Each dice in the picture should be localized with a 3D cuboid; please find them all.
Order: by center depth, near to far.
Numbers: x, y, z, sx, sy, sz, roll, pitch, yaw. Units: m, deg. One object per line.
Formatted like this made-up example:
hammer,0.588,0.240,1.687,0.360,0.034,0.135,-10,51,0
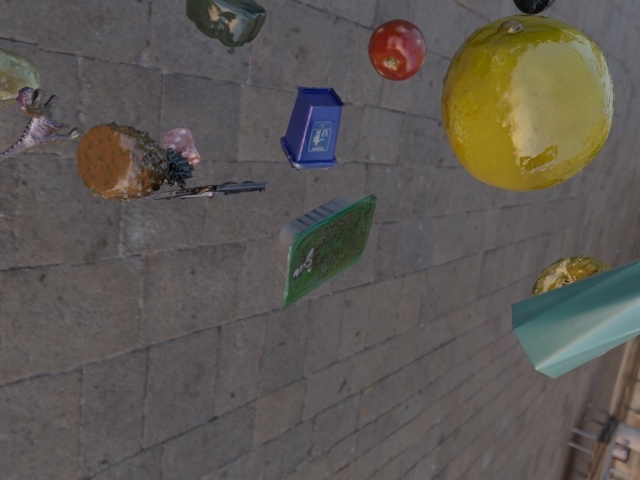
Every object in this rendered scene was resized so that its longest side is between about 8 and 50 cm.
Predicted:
dice,-0.407,-0.271,1.648,0.093,0.091,0.094,-20,161,-4

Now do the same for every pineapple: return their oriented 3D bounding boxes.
pineapple,-0.360,-0.158,1.151,0.278,0.157,0.158,-19,120,-74

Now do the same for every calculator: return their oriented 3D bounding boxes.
calculator,-0.230,-0.104,1.174,0.274,0.165,0.028,-23,108,-73

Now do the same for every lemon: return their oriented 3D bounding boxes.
lemon,0.397,-0.265,1.098,0.348,0.348,0.348,-25,122,-47

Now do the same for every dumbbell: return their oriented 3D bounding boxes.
dumbbell,0.482,-0.576,1.251,0.099,0.099,0.209,60,42,-46

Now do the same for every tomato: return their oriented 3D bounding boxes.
tomato,0.244,-0.606,1.780,0.195,0.195,0.136,57,45,-47

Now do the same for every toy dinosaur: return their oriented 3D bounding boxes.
toy dinosaur,-0.655,-0.234,1.251,0.251,0.072,0.200,-36,173,19

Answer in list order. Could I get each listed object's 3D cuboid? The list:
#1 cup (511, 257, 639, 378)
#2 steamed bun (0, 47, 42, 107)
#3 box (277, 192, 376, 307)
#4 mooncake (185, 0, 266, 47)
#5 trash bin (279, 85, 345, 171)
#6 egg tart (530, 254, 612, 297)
cup,0.463,0.121,0.956,0.148,0.235,0.134,59,29,10
steamed bun,-0.754,-0.362,1.272,0.212,0.111,0.231,-6,155,-16
box,0.000,0.000,1.553,0.336,0.106,0.264,-28,142,-36
mooncake,-0.212,-0.515,1.254,0.168,0.175,0.104,-3,142,-31
trash bin,-0.025,-0.352,1.743,0.162,0.184,0.235,-7,135,-23
egg tart,0.702,0.181,1.513,0.118,0.288,0.288,21,86,-34
